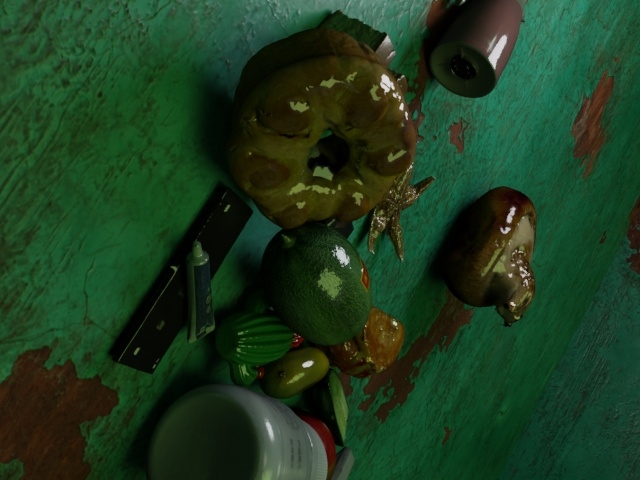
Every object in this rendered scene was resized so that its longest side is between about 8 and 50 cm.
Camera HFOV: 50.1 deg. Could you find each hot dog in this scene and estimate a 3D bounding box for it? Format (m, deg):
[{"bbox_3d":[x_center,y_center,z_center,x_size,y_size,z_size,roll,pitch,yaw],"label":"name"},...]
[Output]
[{"bbox_3d":[0.076,0.214,1.475,0.256,0.150,0.153,35,72,-56],"label":"hot dog"}]

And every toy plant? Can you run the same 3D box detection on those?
[{"bbox_3d":[-0.102,0.162,1.252,0.240,0.088,0.155,-35,120,-52],"label":"toy plant"}]

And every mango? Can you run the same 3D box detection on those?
[{"bbox_3d":[-0.046,0.258,1.367,0.122,0.085,0.191,-42,165,27],"label":"mango"}]

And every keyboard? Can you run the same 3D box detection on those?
[{"bbox_3d":[-0.217,0.062,1.085,0.317,0.027,0.106,-58,149,-9],"label":"keyboard"}]

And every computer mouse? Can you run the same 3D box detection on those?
[{"bbox_3d":[0.000,0.000,1.312,0.099,0.057,0.172,-4,127,-53],"label":"computer mouse"},{"bbox_3d":[-0.010,0.586,1.576,0.197,0.095,0.331,-57,173,13],"label":"computer mouse"}]

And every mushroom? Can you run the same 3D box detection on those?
[{"bbox_3d":[0.479,0.047,1.792,0.345,0.259,0.345,-31,135,-38],"label":"mushroom"}]

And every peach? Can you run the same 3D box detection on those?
[{"bbox_3d":[-0.063,0.453,1.451,0.190,0.192,0.190,-7,127,-10],"label":"peach"}]

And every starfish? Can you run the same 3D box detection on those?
[{"bbox_3d":[0.159,-0.078,1.465,0.235,0.062,0.277,-22,129,-44],"label":"starfish"}]

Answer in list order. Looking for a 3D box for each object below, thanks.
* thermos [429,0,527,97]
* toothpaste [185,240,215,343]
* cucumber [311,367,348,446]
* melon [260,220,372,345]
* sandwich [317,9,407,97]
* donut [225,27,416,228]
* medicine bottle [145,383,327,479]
[{"bbox_3d":[0.339,-0.449,1.418,0.176,0.146,0.265,43,65,-28],"label":"thermos"},{"bbox_3d":[-0.191,0.082,1.080,0.057,0.034,0.197,-30,139,-37],"label":"toothpaste"},{"bbox_3d":[0.016,0.362,1.530,0.244,0.063,0.115,79,13,-46],"label":"cucumber"},{"bbox_3d":[-0.008,0.072,1.190,0.182,0.182,0.288,-52,144,-18],"label":"melon"},{"bbox_3d":[0.069,-0.260,1.183,0.128,0.122,0.236,-51,146,-13],"label":"sandwich"},{"bbox_3d":[0.001,-0.158,1.040,0.299,0.150,0.317,5,136,-23],"label":"donut"},{"bbox_3d":[-0.132,0.394,1.213,0.245,0.245,0.306,-60,150,-7],"label":"medicine bottle"}]
